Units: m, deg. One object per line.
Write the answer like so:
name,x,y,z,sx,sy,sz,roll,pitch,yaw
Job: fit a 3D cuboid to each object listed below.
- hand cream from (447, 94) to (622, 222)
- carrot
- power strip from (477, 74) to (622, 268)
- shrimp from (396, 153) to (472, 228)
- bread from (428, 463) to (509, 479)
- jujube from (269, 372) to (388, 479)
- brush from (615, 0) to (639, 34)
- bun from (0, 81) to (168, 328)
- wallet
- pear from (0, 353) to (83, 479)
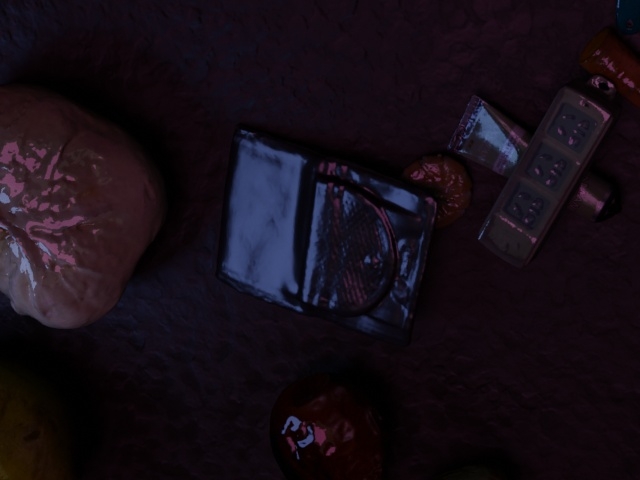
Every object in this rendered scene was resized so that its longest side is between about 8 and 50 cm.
hand cream,0.278,-0.093,1.747,0.235,0.055,0.086,31,122,9
carrot,0.411,-0.164,1.668,0.224,0.057,0.057,42,119,-4
power strip,0.282,-0.082,1.692,0.078,0.052,0.272,35,121,15
shrimp,0.127,-0.046,1.831,0.099,0.041,0.180,42,119,-17
bread,0.209,0.366,1.919,0.156,0.125,0.086,-19,96,36
jujube,0.019,0.302,1.945,0.168,0.168,0.236,-5,116,22
brush,0.379,-0.336,1.623,0.043,0.032,0.193,9,126,11
bun,-0.392,-0.043,1.916,0.361,0.213,0.361,9,116,19
wallet,0.000,0.000,1.867,0.323,0.041,0.247,22,117,26
pear,-0.506,0.293,2.075,0.321,0.269,0.269,36,119,17
